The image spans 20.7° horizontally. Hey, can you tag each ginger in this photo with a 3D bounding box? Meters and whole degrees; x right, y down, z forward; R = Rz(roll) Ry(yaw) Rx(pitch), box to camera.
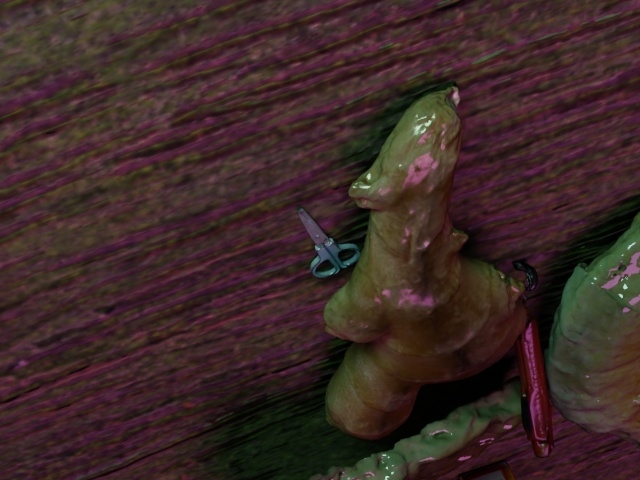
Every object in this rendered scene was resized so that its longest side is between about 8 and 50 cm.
[{"bbox_3d":[0.066,0.033,1.166,0.148,0.081,0.334,-6,143,1],"label":"ginger"}]

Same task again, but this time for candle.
[{"bbox_3d":[0.154,0.090,1.280,0.026,0.021,0.167,-31,126,-29],"label":"candle"}]

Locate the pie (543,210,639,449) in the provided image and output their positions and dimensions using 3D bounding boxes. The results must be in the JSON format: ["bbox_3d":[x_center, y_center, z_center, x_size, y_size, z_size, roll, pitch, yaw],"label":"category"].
[{"bbox_3d":[0.298,0.051,1.325,0.306,0.071,0.306,-18,144,-14],"label":"pie"}]

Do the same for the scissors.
[{"bbox_3d":[0.000,0.000,1.138,0.036,0.006,0.083,-27,146,7],"label":"scissors"}]

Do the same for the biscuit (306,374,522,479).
[{"bbox_3d":[0.036,0.188,1.327,0.273,0.036,0.187,-22,165,-32],"label":"biscuit"}]

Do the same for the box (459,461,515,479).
[{"bbox_3d":[0.168,0.288,1.471,0.048,0.175,0.112,-16,146,-10],"label":"box"}]
